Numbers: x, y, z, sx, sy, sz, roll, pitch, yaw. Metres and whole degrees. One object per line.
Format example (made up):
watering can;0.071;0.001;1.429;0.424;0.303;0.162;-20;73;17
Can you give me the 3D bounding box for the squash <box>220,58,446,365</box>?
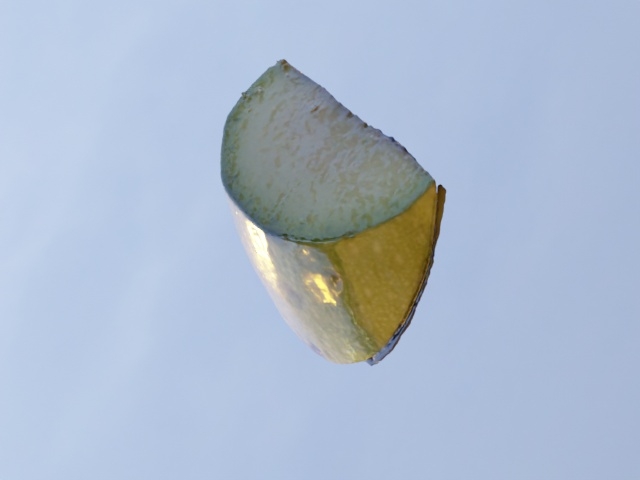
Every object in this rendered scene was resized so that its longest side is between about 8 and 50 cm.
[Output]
squash;-0.019;0.001;1.067;0.085;0.192;0.184;-12;-53;-35
